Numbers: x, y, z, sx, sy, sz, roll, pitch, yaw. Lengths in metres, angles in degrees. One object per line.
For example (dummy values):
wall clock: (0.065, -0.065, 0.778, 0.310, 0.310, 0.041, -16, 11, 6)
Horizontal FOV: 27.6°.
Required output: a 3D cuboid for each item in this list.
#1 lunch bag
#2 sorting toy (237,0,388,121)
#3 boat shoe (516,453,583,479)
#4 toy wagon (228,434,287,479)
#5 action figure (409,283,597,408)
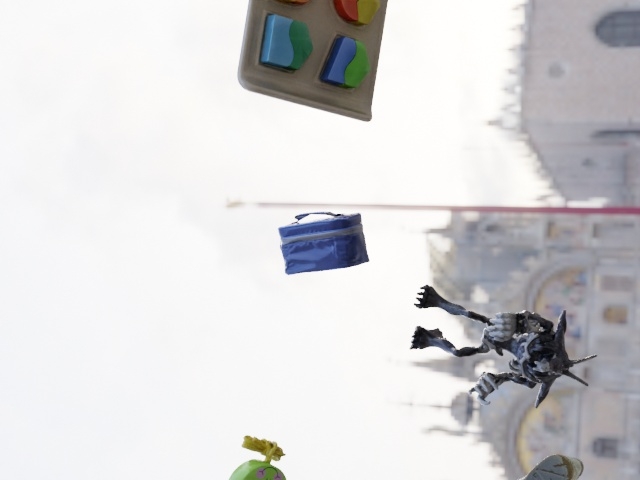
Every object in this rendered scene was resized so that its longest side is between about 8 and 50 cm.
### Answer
lunch bag: (0.000, 0.000, 1.432, 0.067, 0.098, 0.065, -13, -85, -65)
sorting toy: (0.000, -0.257, 1.525, 0.193, 0.038, 0.208, 11, -98, -35)
boat shoe: (0.241, 0.302, 1.519, 0.048, 0.153, 0.056, 13, -143, -54)
toy wagon: (-0.120, 0.418, 1.652, 0.267, 0.068, 0.344, 26, -98, -38)
action figure: (0.268, 0.165, 1.959, 0.141, 0.276, 0.164, -28, -48, -62)
